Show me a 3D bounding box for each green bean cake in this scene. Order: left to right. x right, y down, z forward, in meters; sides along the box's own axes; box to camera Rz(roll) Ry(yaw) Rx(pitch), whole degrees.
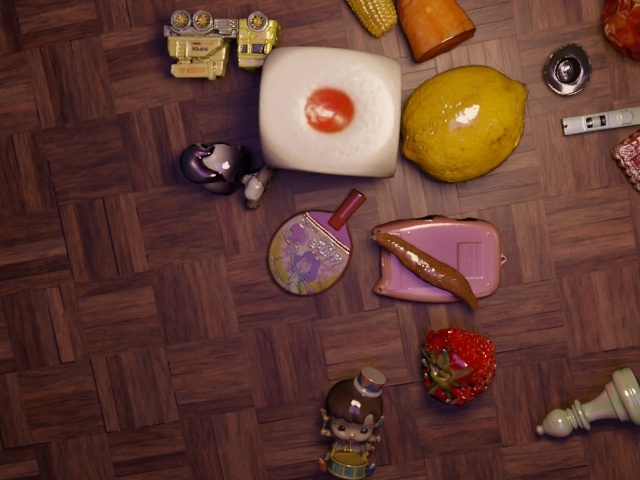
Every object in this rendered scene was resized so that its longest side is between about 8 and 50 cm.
[{"bbox_3d":[0.779,-0.198,1.879,0.135,0.056,0.136,-35,92,8],"label":"green bean cake"}]

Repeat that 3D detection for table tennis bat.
[{"bbox_3d":[0.000,0.000,1.965,0.200,0.038,0.310,40,100,-1],"label":"table tennis bat"}]

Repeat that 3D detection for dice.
[{"bbox_3d":[0.026,-0.284,1.799,0.304,0.304,0.277,3,94,4],"label":"dice"}]

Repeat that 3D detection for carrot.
[{"bbox_3d":[0.251,-0.544,1.845,0.159,0.159,0.225,-23,84,6],"label":"carrot"}]

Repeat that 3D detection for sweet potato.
[{"bbox_3d":[0.254,0.068,1.887,0.314,0.072,0.066,30,108,-5],"label":"sweet potato"}]

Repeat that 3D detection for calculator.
[{"bbox_3d":[0.292,0.047,1.941,0.329,0.048,0.220,-2,94,2],"label":"calculator"}]

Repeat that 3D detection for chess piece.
[{"bbox_3d":[0.652,0.416,1.924,0.271,0.139,0.139,-25,93,18],"label":"chess piece"}]

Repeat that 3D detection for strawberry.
[{"bbox_3d":[0.337,0.294,1.908,0.201,0.184,0.187,-15,72,-31],"label":"strawberry"}]

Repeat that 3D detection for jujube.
[{"bbox_3d":[0.816,-0.494,1.790,0.342,0.216,0.216,8,96,-9],"label":"jujube"}]

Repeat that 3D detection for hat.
[{"bbox_3d":[0.585,-0.405,1.876,0.121,0.050,0.121,1,100,5],"label":"hat"}]

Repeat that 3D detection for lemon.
[{"bbox_3d":[0.329,-0.269,1.804,0.310,0.258,0.258,-32,92,13],"label":"lemon"}]

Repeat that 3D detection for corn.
[{"bbox_3d":[0.083,-0.624,1.869,0.106,0.106,0.305,-31,97,6],"label":"corn"}]

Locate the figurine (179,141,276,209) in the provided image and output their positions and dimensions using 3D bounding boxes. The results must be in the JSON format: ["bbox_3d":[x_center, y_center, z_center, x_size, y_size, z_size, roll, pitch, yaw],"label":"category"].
[{"bbox_3d":[-0.233,-0.162,1.917,0.222,0.145,0.145,24,96,0],"label":"figurine"}]

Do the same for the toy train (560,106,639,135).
[{"bbox_3d":[0.681,-0.285,1.883,0.207,0.047,0.043,-8,93,6],"label":"toy train"}]

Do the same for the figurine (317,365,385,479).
[{"bbox_3d":[0.081,0.441,1.935,0.161,0.158,0.275,5,96,-6],"label":"figurine"}]

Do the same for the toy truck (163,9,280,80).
[{"bbox_3d":[-0.234,-0.460,1.892,0.272,0.124,0.157,2,95,4],"label":"toy truck"}]
